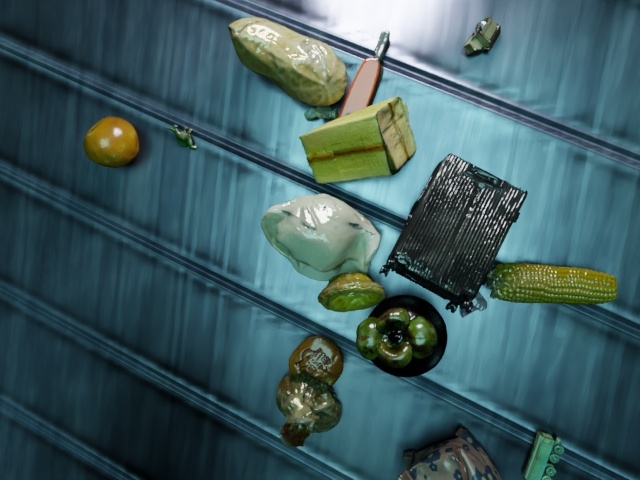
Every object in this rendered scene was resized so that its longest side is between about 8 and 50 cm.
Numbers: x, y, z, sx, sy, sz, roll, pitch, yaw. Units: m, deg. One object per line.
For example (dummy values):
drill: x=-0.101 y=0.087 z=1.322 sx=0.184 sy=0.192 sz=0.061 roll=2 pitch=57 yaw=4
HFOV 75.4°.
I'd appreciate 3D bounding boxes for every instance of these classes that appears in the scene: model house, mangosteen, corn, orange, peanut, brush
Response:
model house: x=0.418 y=-0.516 z=1.063 sx=0.058 sy=0.057 sz=0.083 roll=34 pitch=80 yaw=-19
mangosteen: x=0.210 y=0.248 z=1.064 sx=0.242 sy=0.243 sz=0.243 roll=1 pitch=94 yaw=11
corn: x=0.583 y=0.109 z=1.050 sx=0.304 sy=0.106 sz=0.106 roll=1 pitch=94 yaw=6
orange: x=-0.616 y=-0.287 z=1.232 sx=0.158 sy=0.159 sz=0.136 roll=-36 pitch=128 yaw=11
peanut: x=-0.084 y=-0.476 z=1.104 sx=0.339 sy=0.174 sz=0.158 roll=32 pitch=144 yaw=11
brush: x=0.115 y=-0.411 z=1.124 sx=0.070 sy=0.051 sz=0.324 roll=23 pitch=98 yaw=10

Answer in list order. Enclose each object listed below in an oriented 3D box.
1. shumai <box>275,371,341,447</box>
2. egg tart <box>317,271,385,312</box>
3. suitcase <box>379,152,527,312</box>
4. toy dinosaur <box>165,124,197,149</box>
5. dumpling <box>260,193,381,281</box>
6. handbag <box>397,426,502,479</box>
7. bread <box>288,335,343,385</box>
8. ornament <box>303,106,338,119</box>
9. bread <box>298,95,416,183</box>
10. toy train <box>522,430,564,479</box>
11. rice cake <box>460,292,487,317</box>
shumai: x=-0.043 y=0.483 z=1.178 sx=0.161 sy=0.153 sz=0.210 roll=-40 pitch=89 yaw=18
egg tart: x=0.081 y=0.138 z=1.128 sx=0.191 sy=0.191 sz=0.075 roll=-12 pitch=61 yaw=11
suitcase: x=0.325 y=-0.019 z=1.035 sx=0.229 sy=0.152 sz=0.335 roll=29 pitch=82 yaw=5
toy dinosaur: x=-0.425 y=-0.315 z=1.251 sx=0.119 sy=0.029 sz=0.061 roll=22 pitch=114 yaw=11
dumpling: x=0.000 y=0.000 z=1.141 sx=0.317 sy=0.187 sz=0.243 roll=12 pitch=129 yaw=5
handbag: x=0.338 y=0.647 z=1.102 sx=0.251 sy=0.190 sz=0.193 roll=-32 pitch=77 yaw=16
bread: x=-0.006 y=0.335 z=1.187 sx=0.156 sy=0.086 sz=0.125 roll=14 pitch=95 yaw=9
ornament: x=0.004 y=-0.355 z=1.149 sx=0.092 sy=0.068 sz=0.041 roll=28 pitch=134 yaw=45
bread: x=0.102 y=-0.267 z=1.118 sx=0.263 sy=0.163 sz=0.168 roll=0 pitch=121 yaw=38
toy train: x=0.600 y=0.592 z=1.115 sx=0.070 sy=0.038 sz=0.148 roll=16 pitch=98 yaw=12
rice cake: x=0.329 y=0.084 z=1.121 sx=0.081 sy=0.051 sz=0.290 roll=-41 pitch=86 yaw=11
